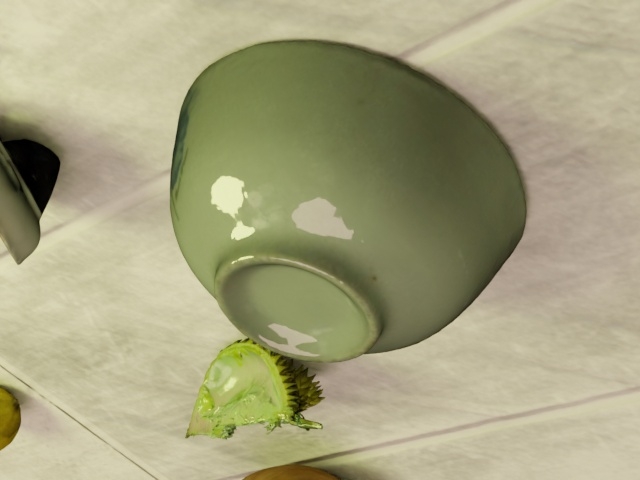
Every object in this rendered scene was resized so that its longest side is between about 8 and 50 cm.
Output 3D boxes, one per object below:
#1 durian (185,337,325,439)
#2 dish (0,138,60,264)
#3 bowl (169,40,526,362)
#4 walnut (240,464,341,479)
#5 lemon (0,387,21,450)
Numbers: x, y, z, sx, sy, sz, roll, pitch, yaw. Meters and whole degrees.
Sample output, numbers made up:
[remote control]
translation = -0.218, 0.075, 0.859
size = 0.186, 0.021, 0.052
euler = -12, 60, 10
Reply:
[durian]
translation = -0.056, 0.153, 1.304
size = 0.086, 0.100, 0.215
euler = 38, 149, -25
[dish]
translation = -0.264, -0.058, 1.171
size = 0.141, 0.078, 0.141
euler = 56, 169, 17
[bowl]
translation = 0.000, 0.000, 1.036
size = 0.289, 0.146, 0.289
euler = 15, 143, 11
[walnut]
translation = -0.019, 0.344, 1.457
size = 0.193, 0.193, 0.225
euler = -14, 140, 40
[lemon]
translation = -0.398, 0.212, 1.587
size = 0.110, 0.082, 0.082
euler = -25, 124, 38
